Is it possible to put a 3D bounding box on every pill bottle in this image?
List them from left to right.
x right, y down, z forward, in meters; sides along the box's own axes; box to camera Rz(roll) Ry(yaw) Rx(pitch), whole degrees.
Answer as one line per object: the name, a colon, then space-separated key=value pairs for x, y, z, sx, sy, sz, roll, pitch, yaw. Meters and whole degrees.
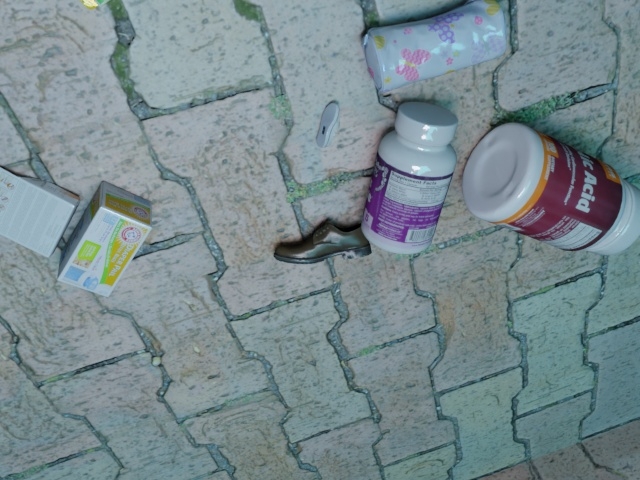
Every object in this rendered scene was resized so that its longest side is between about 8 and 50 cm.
pill bottle: x=0.194 y=-0.134 z=1.357 sx=0.169 sy=0.169 sz=0.301 roll=0 pitch=124 yaw=-17
pill bottle: x=0.542 y=-0.103 z=1.447 sx=0.392 sy=0.224 sz=0.224 roll=17 pitch=119 yaw=-26

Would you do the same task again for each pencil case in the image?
pencil case: x=0.220 y=-0.379 z=1.221 sx=0.273 sy=0.113 sz=0.124 roll=-19 pitch=118 yaw=-3

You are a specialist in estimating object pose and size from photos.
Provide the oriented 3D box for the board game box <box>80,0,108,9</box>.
board game box: x=-0.321 y=-0.497 z=1.027 sx=0.260 sy=0.039 sz=0.124 roll=-33 pitch=127 yaw=11

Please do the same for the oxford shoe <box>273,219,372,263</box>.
oxford shoe: x=0.000 y=0.000 z=1.466 sx=0.227 sy=0.083 sz=0.096 roll=-10 pitch=105 yaw=-7

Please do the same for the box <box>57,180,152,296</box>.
box: x=-0.443 y=-0.001 z=1.304 sx=0.114 sy=0.103 sz=0.203 roll=24 pitch=115 yaw=-29

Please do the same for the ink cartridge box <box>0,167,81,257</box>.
ink cartridge box: x=-0.594 y=-0.065 z=1.266 sx=0.179 sy=0.045 sz=0.145 roll=31 pitch=114 yaw=-12

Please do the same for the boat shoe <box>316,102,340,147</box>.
boat shoe: x=0.023 y=-0.240 z=1.318 sx=0.035 sy=0.035 sz=0.100 roll=-12 pitch=129 yaw=-43
